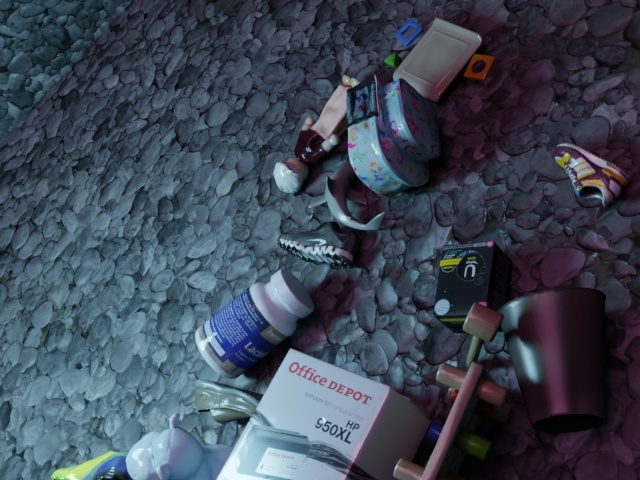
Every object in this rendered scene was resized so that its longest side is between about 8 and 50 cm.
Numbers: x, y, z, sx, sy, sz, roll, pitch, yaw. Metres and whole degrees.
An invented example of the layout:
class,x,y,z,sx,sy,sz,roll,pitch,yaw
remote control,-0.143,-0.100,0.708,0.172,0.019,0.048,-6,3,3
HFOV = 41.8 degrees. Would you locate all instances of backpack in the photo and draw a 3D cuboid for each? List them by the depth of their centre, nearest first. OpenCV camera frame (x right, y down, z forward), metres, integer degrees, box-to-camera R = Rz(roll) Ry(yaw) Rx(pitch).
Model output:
class,x,y,z,sx,sy,sz,roll,pitch,yaw
backpack,0.168,-0.236,1.954,0.191,0.225,0.253,-15,59,36

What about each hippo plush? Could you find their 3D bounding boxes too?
class,x,y,z,sx,sy,sz,roll,pitch,yaw
hippo plush,-0.289,0.519,1.820,0.294,0.236,0.234,-18,54,28

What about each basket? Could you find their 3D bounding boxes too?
class,x,y,z,sx,sy,sz,roll,pitch,yaw
basket,0.434,0.222,1.524,0.205,0.154,0.226,-18,58,28

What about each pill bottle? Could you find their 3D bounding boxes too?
class,x,y,z,sx,sy,sz,roll,pitch,yaw
pill bottle,-0.152,0.193,1.976,0.265,0.153,0.153,-39,47,12

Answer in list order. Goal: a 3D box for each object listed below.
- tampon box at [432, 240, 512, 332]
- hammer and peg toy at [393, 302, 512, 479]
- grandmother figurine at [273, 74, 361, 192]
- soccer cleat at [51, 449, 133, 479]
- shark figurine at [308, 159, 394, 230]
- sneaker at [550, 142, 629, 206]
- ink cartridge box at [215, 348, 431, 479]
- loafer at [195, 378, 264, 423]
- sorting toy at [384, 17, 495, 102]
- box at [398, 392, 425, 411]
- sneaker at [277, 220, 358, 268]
class,x,y,z,sx,sy,sz,roll,pitch,yaw
tampon box,0.313,0.098,1.719,0.121,0.101,0.160,-7,60,35
hammer and peg toy,0.272,0.315,1.528,0.127,0.266,0.361,21,76,21
grandmother figurine,0.001,-0.269,2.193,0.342,0.104,0.208,-52,18,3
soccer cleat,-0.560,0.585,2.108,0.289,0.093,0.121,-17,24,34
shark figurine,0.053,-0.103,2.011,0.166,0.116,0.278,-25,44,0
sneaker,0.533,-0.136,1.720,0.084,0.069,0.185,-49,45,-6
ink cartridge box,-0.017,0.437,1.589,0.286,0.166,0.394,14,68,44
loafer,-0.201,0.387,1.949,0.251,0.094,0.087,6,79,44
sorting toy,0.299,-0.449,2.109,0.196,0.047,0.348,-54,45,3
box,0.123,0.373,1.714,0.126,0.072,0.137,18,75,43
sneaker,0.000,0.000,2.039,0.234,0.078,0.106,10,64,39
